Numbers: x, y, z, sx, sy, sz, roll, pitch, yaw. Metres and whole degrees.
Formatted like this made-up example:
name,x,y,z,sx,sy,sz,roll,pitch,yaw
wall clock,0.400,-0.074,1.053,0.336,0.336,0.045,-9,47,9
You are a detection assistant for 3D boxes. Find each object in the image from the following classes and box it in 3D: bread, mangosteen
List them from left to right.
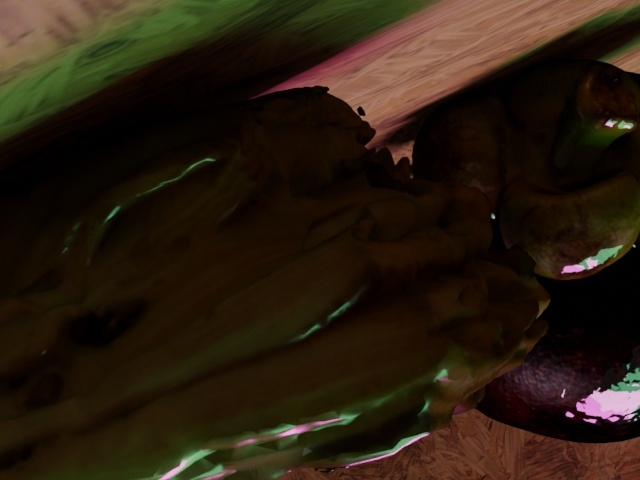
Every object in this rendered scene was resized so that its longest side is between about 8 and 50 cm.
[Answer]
name,x,y,z,sx,sy,sz,roll,pitch,yaw
bread,-0.074,0.033,0.843,0.325,0.167,0.277,-16,179,17
mangosteen,0.185,0.004,1.359,0.313,0.296,0.297,20,148,-35

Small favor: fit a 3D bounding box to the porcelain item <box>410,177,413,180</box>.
name,x,y,z,sx,sy,sz,roll,pitch,yaw
porcelain item,0.014,0.034,1.701,0.288,0.138,0.186,-20,-174,-32
